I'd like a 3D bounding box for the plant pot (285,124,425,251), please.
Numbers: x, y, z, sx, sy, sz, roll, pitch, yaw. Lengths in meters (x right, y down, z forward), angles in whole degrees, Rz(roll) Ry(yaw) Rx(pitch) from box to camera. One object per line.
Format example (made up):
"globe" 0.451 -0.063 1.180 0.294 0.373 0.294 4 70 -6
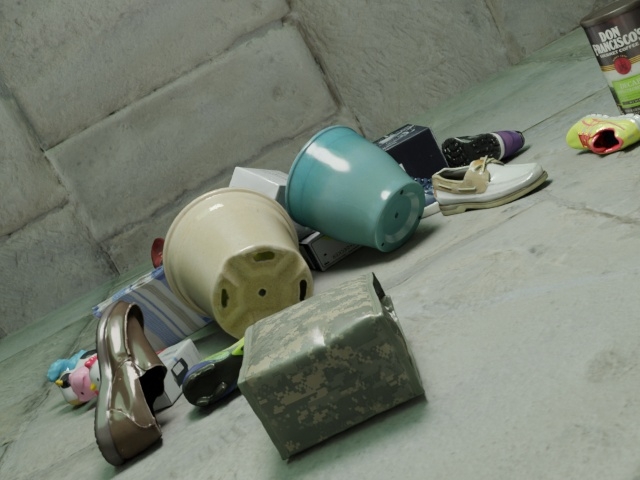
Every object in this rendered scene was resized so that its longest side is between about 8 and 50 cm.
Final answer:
"plant pot" 0.099 -0.106 1.901 0.272 0.271 0.255 -35 48 -30

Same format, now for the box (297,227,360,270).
"box" 0.000 0.000 2.176 0.169 0.087 0.290 -32 12 -17

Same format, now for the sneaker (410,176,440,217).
"sneaker" 0.216 -0.131 2.089 0.350 0.148 0.131 -21 13 26

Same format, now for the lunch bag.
"lunch bag" 0.011 0.169 1.229 0.235 0.169 0.287 -27 16 6

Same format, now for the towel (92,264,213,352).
"towel" -0.406 0.181 1.978 0.285 0.209 0.034 -31 27 26

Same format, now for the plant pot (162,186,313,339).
"plant pot" -0.166 0.072 1.776 0.334 0.333 0.305 -30 22 -9

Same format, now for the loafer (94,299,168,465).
"loafer" -0.358 0.266 1.559 0.130 0.133 0.365 -14 48 1

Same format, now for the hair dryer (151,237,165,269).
"hair dryer" -0.378 0.006 2.217 0.294 0.080 0.223 -12 34 41

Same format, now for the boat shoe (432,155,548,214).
"boat shoe" 0.382 -0.139 1.860 0.302 0.103 0.113 -15 17 46

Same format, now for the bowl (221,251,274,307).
"bowl" -0.228 0.103 2.074 0.289 0.156 0.289 -29 12 7

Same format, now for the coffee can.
"coffee can" 0.748 -0.425 1.828 0.202 0.275 0.201 -27 11 6

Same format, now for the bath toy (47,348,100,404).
"bath toy" -0.560 0.330 1.941 0.348 0.129 0.151 -12 54 55

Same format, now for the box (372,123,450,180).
"box" 0.179 -0.188 2.354 0.343 0.179 0.312 -28 10 0

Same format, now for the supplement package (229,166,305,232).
"supplement package" -0.126 -0.101 2.053 0.134 0.139 0.244 24 11 21

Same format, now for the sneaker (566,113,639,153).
"sneaker" 0.621 -0.233 1.778 0.094 0.081 0.208 -36 14 -24

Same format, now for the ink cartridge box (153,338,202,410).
"ink cartridge box" -0.349 0.300 1.717 0.127 0.072 0.175 -22 13 23

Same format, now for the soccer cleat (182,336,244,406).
"soccer cleat" -0.135 0.222 1.525 0.289 0.093 0.121 -28 5 -2

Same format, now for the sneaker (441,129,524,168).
"sneaker" 0.464 -0.257 2.261 0.124 0.107 0.283 -17 10 -26
